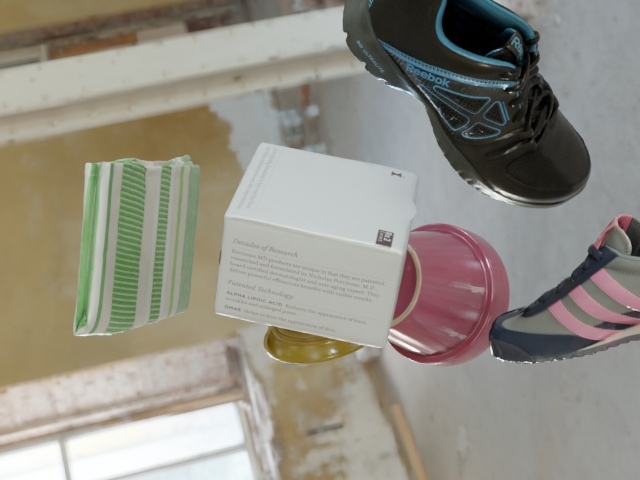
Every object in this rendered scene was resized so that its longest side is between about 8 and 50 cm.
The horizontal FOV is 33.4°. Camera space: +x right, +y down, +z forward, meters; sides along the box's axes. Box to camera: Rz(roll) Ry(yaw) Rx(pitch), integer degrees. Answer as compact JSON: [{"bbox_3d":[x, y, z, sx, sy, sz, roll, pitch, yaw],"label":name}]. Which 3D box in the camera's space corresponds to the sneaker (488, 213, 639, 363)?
[{"bbox_3d":[0.302,0.040,1.118,0.112,0.319,0.131,-38,-75,-53],"label":"sneaker"}]

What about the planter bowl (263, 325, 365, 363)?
[{"bbox_3d":[0.002,0.113,1.765,0.217,0.217,0.090,92,163,-55],"label":"planter bowl"}]

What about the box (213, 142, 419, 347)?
[{"bbox_3d":[0.000,0.000,1.106,0.181,0.182,0.119,-72,-7,-60],"label":"box"}]

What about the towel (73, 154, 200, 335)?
[{"bbox_3d":[-0.254,0.001,1.516,0.325,0.038,0.247,-15,-69,-74],"label":"towel"}]

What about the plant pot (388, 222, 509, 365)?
[{"bbox_3d":[0.133,0.069,1.470,0.180,0.201,0.201,13,-126,-51],"label":"plant pot"}]

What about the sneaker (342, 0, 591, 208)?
[{"bbox_3d":[0.175,-0.148,1.080,0.140,0.341,0.125,-9,50,55],"label":"sneaker"}]
